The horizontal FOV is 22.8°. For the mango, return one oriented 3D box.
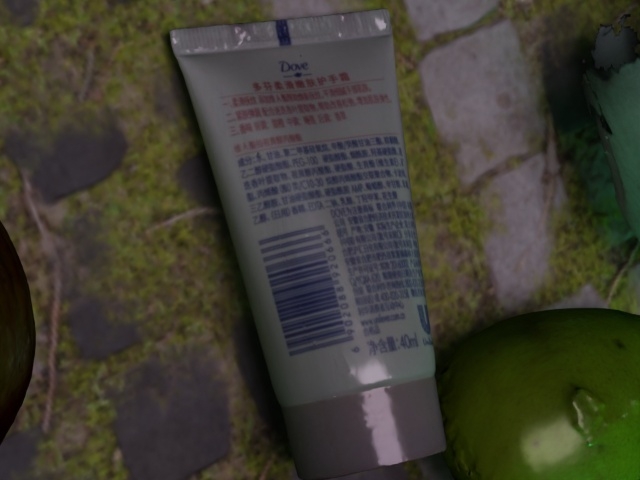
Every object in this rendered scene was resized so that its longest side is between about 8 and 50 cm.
[{"bbox_3d":[0.142,0.094,0.907,0.178,0.100,0.119,-25,100,-37],"label":"mango"}]

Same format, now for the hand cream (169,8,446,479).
[{"bbox_3d":[0.000,0.000,0.845,0.133,0.083,0.248,-7,84,-30],"label":"hand cream"}]

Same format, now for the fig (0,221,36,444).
[{"bbox_3d":[-0.226,0.058,0.631,0.214,0.235,0.235,27,79,-24],"label":"fig"}]

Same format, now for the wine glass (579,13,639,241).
[{"bbox_3d":[0.261,0.009,0.938,0.143,0.143,0.321,-31,108,-25],"label":"wine glass"}]
